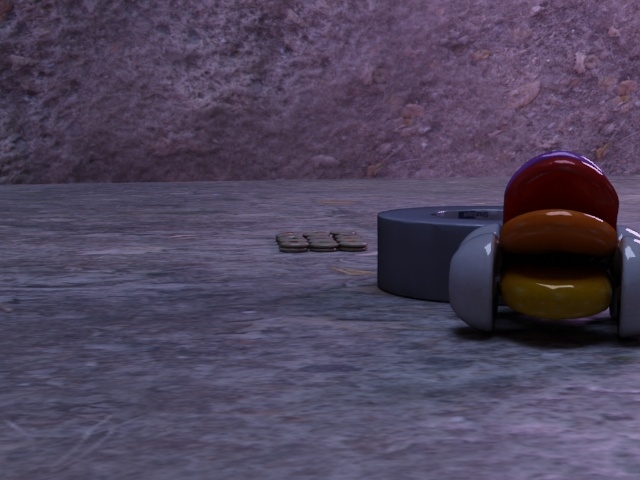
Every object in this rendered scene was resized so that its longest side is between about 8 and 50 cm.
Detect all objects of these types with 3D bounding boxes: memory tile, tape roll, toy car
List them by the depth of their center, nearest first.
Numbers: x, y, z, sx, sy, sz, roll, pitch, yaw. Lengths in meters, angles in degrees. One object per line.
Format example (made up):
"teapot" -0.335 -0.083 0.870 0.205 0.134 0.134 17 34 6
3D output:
"toy car" 0.184 -0.001 0.832 0.159 0.136 0.182 1 6 12
"tape roll" 0.164 0.009 1.033 0.219 0.072 0.219 -1 6 0
"memory tile" 0.000 0.000 1.383 0.113 0.012 0.148 0 6 -5
